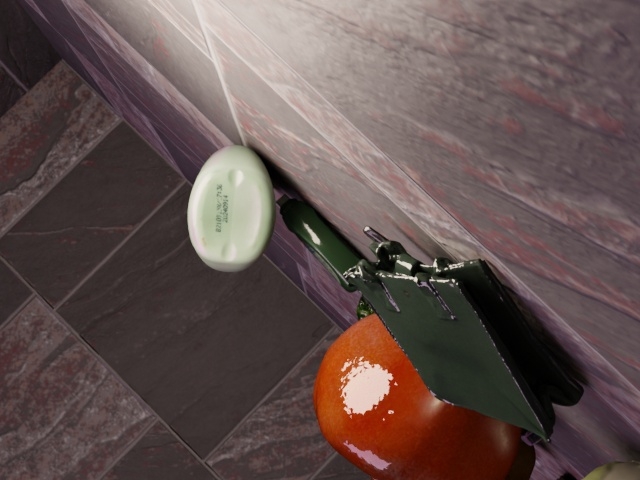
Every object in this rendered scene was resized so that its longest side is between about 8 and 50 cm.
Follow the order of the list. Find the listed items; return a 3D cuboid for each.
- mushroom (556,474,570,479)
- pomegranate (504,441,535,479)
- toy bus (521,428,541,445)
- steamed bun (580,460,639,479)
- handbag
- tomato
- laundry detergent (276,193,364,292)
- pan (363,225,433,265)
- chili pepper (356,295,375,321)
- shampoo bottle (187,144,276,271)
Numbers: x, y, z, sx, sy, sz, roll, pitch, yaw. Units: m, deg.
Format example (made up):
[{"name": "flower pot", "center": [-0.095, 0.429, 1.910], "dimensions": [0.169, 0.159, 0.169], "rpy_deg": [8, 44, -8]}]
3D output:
[{"name": "mushroom", "center": [0.483, 0.513, 2.098], "dimensions": [0.094, 0.072, 0.210], "rpy_deg": [44, 178, 22]}, {"name": "pomegranate", "center": [0.274, 0.405, 2.016], "dimensions": [0.264, 0.264, 0.264], "rpy_deg": [44, 174, 6]}, {"name": "toy bus", "center": [0.322, 0.292, 1.786], "dimensions": [0.131, 0.052, 0.037], "rpy_deg": [37, 167, 52]}, {"name": "steamed bun", "center": [0.389, 0.454, 1.346], "dimensions": [0.309, 0.309, 0.309], "rpy_deg": [44, 174, 6]}, {"name": "handbag", "center": [0.168, 0.114, 1.298], "dimensions": [0.260, 0.079, 0.247], "rpy_deg": [52, 161, -21]}, {"name": "tomato", "center": [0.164, 0.266, 1.693], "dimensions": [0.341, 0.272, 0.341], "rpy_deg": [31, 178, 1]}, {"name": "laundry detergent", "center": [0.000, 0.000, 1.907], "dimensions": [0.211, 0.063, 0.137], "rpy_deg": [45, 180, -3]}, {"name": "pan", "center": [0.152, 0.048, 1.390], "dimensions": [0.235, 0.028, 0.136], "rpy_deg": [40, 172, 15]}, {"name": "chili pepper", "center": [0.133, 0.182, 2.244], "dimensions": [0.122, 0.065, 0.279], "rpy_deg": [22, 160, 52]}, {"name": "shampoo bottle", "center": [-0.159, -0.066, 1.940], "dimensions": [0.151, 0.221, 0.349], "rpy_deg": [2, -172, -5]}]
